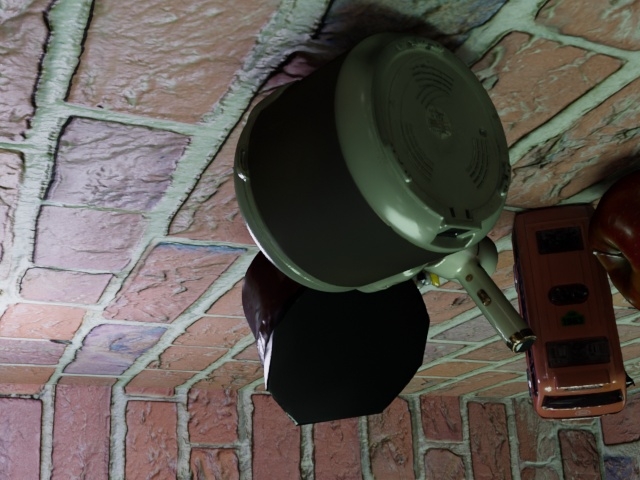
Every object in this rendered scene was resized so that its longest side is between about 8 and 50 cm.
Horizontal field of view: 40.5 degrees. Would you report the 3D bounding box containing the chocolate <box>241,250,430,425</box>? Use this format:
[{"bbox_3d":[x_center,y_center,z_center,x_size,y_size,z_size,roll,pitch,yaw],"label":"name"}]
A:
[{"bbox_3d":[-0.010,0.147,1.825,0.383,0.384,0.331,11,-168,-33],"label":"chocolate"}]

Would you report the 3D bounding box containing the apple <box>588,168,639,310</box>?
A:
[{"bbox_3d":[0.672,-0.004,1.629,0.317,0.288,0.288,-16,162,-10],"label":"apple"}]

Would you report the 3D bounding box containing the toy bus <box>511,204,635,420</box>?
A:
[{"bbox_3d":[0.523,0.151,1.829,0.203,0.427,0.233,-8,157,11],"label":"toy bus"}]

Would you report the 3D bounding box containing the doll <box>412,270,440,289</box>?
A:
[{"bbox_3d":[0.132,0.107,2.144,0.316,0.145,0.103,-9,124,0],"label":"doll"}]

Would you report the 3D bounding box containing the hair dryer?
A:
[{"bbox_3d":[0.335,0.102,1.800,0.128,0.362,0.203,-46,142,18],"label":"hair dryer"}]

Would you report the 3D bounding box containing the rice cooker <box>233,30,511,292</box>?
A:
[{"bbox_3d":[0.067,-0.098,1.232,0.335,0.335,0.325,13,154,-38],"label":"rice cooker"}]
